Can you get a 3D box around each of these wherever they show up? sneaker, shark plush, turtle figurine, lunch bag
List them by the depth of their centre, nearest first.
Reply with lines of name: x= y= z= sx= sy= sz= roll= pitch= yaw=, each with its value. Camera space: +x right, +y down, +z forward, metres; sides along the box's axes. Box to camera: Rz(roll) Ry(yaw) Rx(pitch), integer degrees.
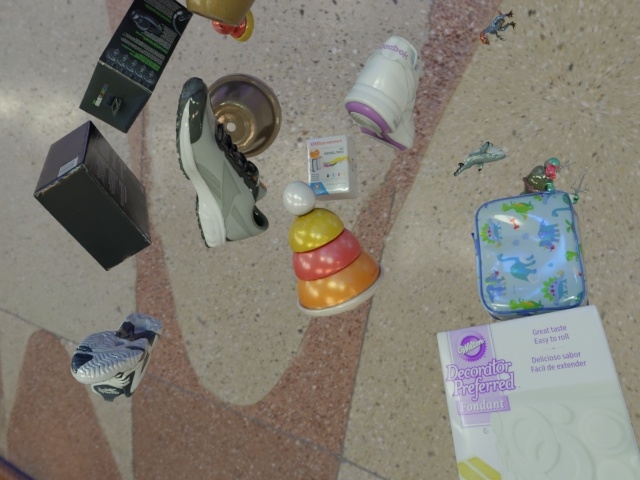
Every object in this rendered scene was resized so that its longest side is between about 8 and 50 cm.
sneaker: x=-0.137 y=-0.105 z=0.706 sx=0.108 sy=0.100 sz=0.272 roll=-8 pitch=136 yaw=-1
sneaker: x=0.130 y=-0.244 z=0.855 sx=0.114 sy=0.305 sz=0.152 roll=26 pitch=96 yaw=9
lunch bag: x=0.357 y=0.029 z=0.862 sx=0.176 sy=0.090 sz=0.219 roll=-10 pitch=64 yaw=29
sneaker: x=-0.361 y=0.230 z=0.863 sx=0.094 sy=0.235 sz=0.153 roll=20 pitch=100 yaw=-5
turtle figurine: x=0.588 y=-0.141 z=1.315 sx=0.118 sy=0.175 sz=0.234 roll=16 pitch=133 yaw=-7
shark plush: x=0.488 y=-0.247 z=1.552 sx=0.161 sy=0.073 sz=0.067 roll=-29 pitch=81 yaw=15

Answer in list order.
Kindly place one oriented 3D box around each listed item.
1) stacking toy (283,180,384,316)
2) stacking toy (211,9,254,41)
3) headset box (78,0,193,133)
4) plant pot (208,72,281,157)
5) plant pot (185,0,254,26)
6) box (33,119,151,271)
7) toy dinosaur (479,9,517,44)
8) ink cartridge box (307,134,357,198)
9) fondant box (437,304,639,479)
stacking toy: x=0.000 y=0.000 z=1.810 sx=0.350 sy=0.350 sz=0.480 roll=-14 pitch=109 yaw=29
stacking toy: x=-0.340 y=-0.881 z=1.727 sx=0.309 sy=0.130 sz=0.280 roll=48 pitch=128 yaw=23
headset box: x=-0.460 y=-0.434 z=1.227 sx=0.131 sy=0.283 sz=0.246 roll=29 pitch=152 yaw=-26
plant pot: x=-0.252 y=-0.365 z=1.512 sx=0.263 sy=0.229 sz=0.263 roll=0 pitch=111 yaw=-1
plant pot: x=-0.207 y=-0.616 z=1.089 sx=0.237 sy=0.237 sz=0.254 roll=23 pitch=107 yaw=20
box: x=-0.418 y=-0.092 z=0.939 sx=0.103 sy=0.261 sz=0.184 roll=-34 pitch=124 yaw=-1
toy dinosaur: x=0.338 y=-0.409 z=0.967 sx=0.082 sy=0.090 sz=0.047 roll=-23 pitch=119 yaw=-2
ink cartridge box: x=0.050 y=-0.291 z=2.031 sx=0.171 sy=0.168 sz=0.233 roll=-4 pitch=85 yaw=16
fondant box: x=0.318 y=0.282 z=0.723 sx=0.238 sy=0.096 sz=0.330 roll=-17 pitch=63 yaw=28
